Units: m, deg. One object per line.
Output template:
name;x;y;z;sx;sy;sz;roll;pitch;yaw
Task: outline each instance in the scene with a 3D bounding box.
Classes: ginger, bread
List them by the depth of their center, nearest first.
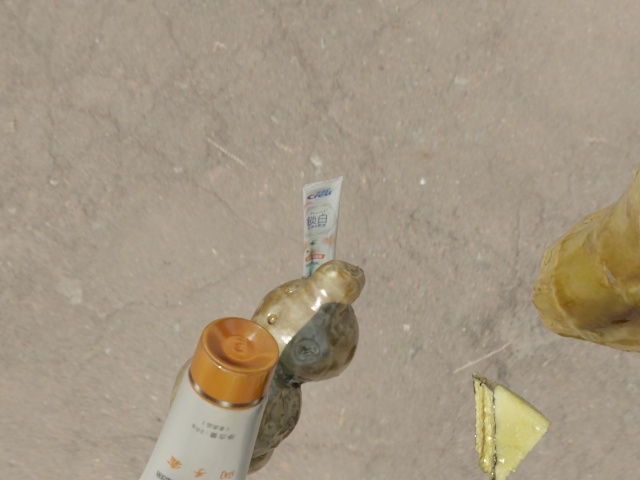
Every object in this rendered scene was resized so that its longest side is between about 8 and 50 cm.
ginger;0.166;-0.003;0.411;0.095;0.190;0.068;29;55;-1
ginger;-0.068;0.178;1.249;0.176;0.256;0.375;42;95;23
bread;0.343;0.337;1.666;0.142;0.266;0.178;-16;90;-1

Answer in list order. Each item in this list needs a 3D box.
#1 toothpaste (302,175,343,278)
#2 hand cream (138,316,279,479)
toothpaste;0.000;0.000;1.912;0.100;0.066;0.323;-12;55;22
hand cream;-0.133;0.222;1.000;0.140;0.314;0.089;12;38;-7
